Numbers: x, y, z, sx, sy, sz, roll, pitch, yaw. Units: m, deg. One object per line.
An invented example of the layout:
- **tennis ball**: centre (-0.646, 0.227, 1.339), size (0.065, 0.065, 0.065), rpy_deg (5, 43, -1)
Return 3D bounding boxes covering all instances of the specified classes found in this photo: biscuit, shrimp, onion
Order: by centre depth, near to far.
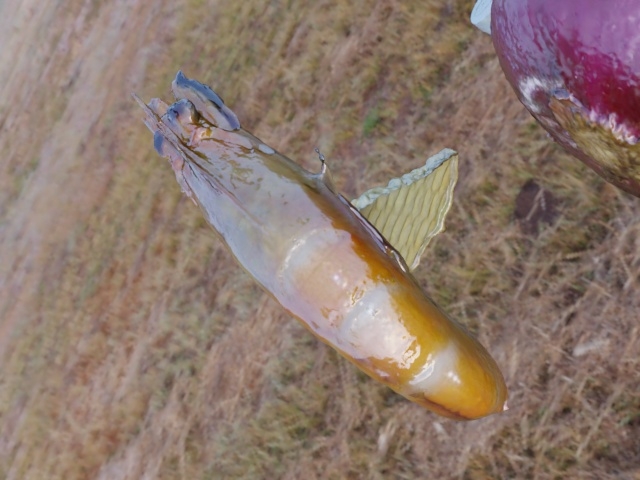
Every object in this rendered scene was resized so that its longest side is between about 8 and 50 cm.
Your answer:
- **onion**: centre (0.194, -0.129, 0.412), size (0.195, 0.140, 0.218), rpy_deg (34, 83, 39)
- **shrimp**: centre (0.000, 0.000, 0.450), size (0.068, 0.249, 0.150), rpy_deg (-47, -13, 5)
- **biscuit**: centre (0.088, -0.003, 1.180), size (0.036, 0.274, 0.187), rpy_deg (29, 132, 34)

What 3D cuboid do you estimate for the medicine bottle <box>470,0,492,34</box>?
- **medicine bottle**: centre (0.299, -0.252, 1.136), size (0.090, 0.217, 0.090), rpy_deg (-50, 22, 29)
